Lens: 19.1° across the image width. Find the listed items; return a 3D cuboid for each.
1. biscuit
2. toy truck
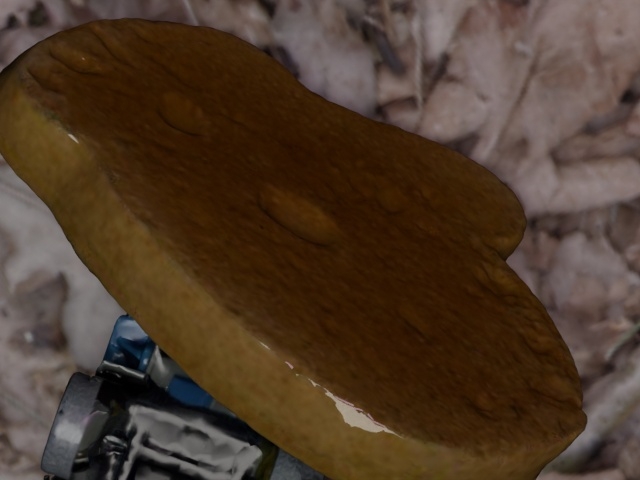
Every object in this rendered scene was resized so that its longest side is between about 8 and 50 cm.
[{"bbox_3d":[-0.001,0.001,0.990,0.344,0.287,0.057,43,122,20],"label":"biscuit"},{"bbox_3d":[-0.097,0.182,1.062,0.146,0.175,0.367,21,101,-2],"label":"toy truck"}]
